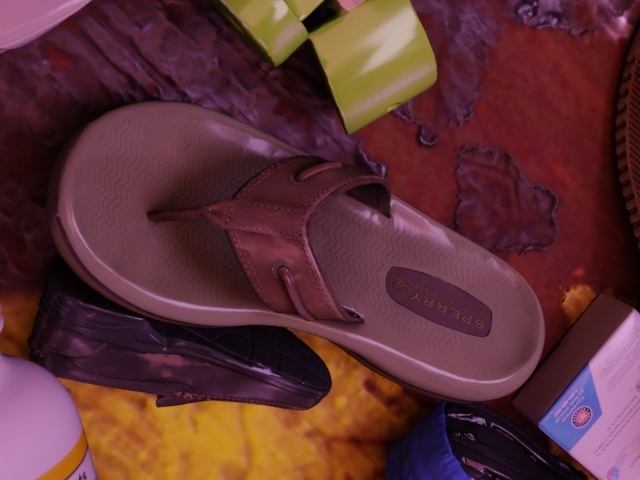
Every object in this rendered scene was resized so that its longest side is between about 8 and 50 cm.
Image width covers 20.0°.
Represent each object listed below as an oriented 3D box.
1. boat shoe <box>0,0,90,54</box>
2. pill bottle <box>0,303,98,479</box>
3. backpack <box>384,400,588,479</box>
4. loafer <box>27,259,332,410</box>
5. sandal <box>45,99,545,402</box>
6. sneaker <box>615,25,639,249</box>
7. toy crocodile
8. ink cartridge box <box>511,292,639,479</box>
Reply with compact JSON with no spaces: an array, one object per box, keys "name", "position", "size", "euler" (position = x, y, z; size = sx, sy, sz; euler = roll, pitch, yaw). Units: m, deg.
[{"name":"boat shoe","position":[-0.242,-0.111,0.864],"size":[0.340,0.158,0.127],"euler":[-26,98,-12]},{"name":"pill bottle","position":[-0.194,0.176,0.913],"size":[0.187,0.188,0.334],"euler":[-16,104,-12]},{"name":"backpack","position":[0.088,0.157,1.035],"size":[0.120,0.098,0.101],"euler":[41,108,-20]},{"name":"loafer","position":[-0.077,0.064,0.998],"size":[0.170,0.062,0.061],"euler":[20,117,-14]},{"name":"sandal","position":[0.001,-0.001,0.968],"size":[0.302,0.086,0.120],"euler":[18,68,-22]},{"name":"sneaker","position":[0.267,-0.006,1.055],"size":[0.153,0.099,0.282],"euler":[-3,82,-36]},{"name":"toy crocodile","position":[-0.056,-0.198,0.934],"size":[0.115,0.105,0.340],"euler":[-44,103,-3]},{"name":"ink cartridge box","position":[0.189,0.105,1.076],"size":[0.122,0.052,0.088],"euler":[41,88,-17]}]
